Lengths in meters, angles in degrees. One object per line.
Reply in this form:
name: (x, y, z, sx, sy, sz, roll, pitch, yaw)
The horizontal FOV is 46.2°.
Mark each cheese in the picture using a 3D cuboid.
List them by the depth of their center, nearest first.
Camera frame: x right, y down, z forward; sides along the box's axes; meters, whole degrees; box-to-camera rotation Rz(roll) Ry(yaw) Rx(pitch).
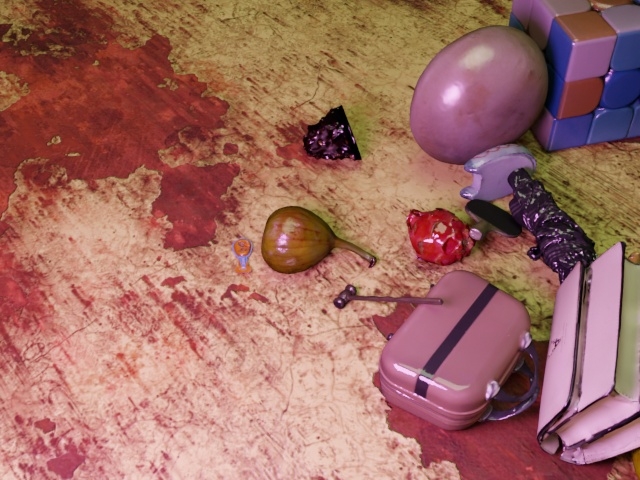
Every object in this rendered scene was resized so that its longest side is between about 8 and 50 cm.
cheese: (-0.177, 0.033, 1.713, 0.047, 0.017, 0.111, -7, 48, -1)

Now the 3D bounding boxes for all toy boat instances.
toy boat: (0.420, -0.170, 1.804, 0.208, 0.134, 0.079, -19, 39, -20)

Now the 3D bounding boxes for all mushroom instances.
mushroom: (0.366, -0.364, 1.828, 0.362, 0.362, 0.294, -23, 58, -18)

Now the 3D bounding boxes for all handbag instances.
handbag: (0.517, 0.205, 1.384, 0.160, 0.236, 0.358, 29, 49, -5)
handbag: (0.287, 0.223, 1.438, 0.283, 0.149, 0.302, 30, 53, 24)

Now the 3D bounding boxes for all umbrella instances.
umbrella: (0.488, -0.041, 1.663, 0.128, 0.154, 0.336, -41, 53, 20)

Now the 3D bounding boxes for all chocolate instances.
chocolate: (0.021, -0.253, 1.911, 0.133, 0.156, 0.156, -21, 47, 8)

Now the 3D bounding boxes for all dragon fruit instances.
dragon fruit: (0.259, -0.007, 1.668, 0.166, 0.133, 0.136, 33, 16, 20)

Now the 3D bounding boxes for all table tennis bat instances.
table tennis bat: (0.381, -0.042, 1.685, 0.138, 0.022, 0.246, 32, 26, 15)

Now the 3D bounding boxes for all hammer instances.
hammer: (0.136, 0.117, 1.514, 0.292, 0.029, 0.058, -3, 37, 51)

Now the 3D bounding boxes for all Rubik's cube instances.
Rubik's cube: (0.700, -0.482, 1.942, 0.344, 0.346, 0.347, -10, 47, -6)

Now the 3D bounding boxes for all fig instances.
fig: (0.000, 0.000, 1.657, 0.259, 0.151, 0.151, 2, 47, -1)

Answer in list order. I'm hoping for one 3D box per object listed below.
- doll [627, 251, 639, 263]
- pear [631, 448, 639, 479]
doll: (0.736, 0.085, 1.595, 0.089, 0.102, 0.179, -48, 55, 17)
pear: (0.629, 0.377, 1.220, 0.164, 0.238, 0.255, -29, 54, -15)
